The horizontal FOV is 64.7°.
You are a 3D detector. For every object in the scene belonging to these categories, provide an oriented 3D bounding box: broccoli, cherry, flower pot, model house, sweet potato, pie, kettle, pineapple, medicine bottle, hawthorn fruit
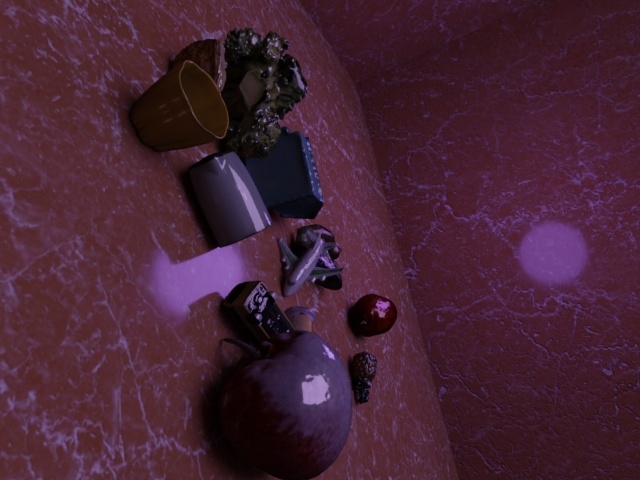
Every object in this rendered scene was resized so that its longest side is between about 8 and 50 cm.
[{"bbox_3d":[-0.203,-0.454,1.543,0.277,0.317,0.339,33,67,-5],"label":"broccoli"},{"bbox_3d":[-0.068,0.377,1.186,0.335,0.291,0.327,46,46,-28],"label":"cherry"},{"bbox_3d":[-0.350,-0.312,1.234,0.195,0.179,0.195,53,28,-44],"label":"flower pot"},{"bbox_3d":[-0.113,-0.217,1.760,0.249,0.229,0.281,37,41,-74],"label":"model house"},{"bbox_3d":[0.006,-0.002,2.040,0.285,0.085,0.112,38,42,-56],"label":"sweet potato"},{"bbox_3d":[-0.335,-0.471,1.426,0.084,0.178,0.205,15,64,-60],"label":"pie"},{"bbox_3d":[-0.255,-0.122,1.384,0.237,0.161,0.221,65,-7,-10],"label":"kettle"},{"bbox_3d":[0.168,0.539,1.974,0.108,0.108,0.198,44,45,-52],"label":"pineapple"},{"bbox_3d":[-0.066,0.396,1.449,0.108,0.108,0.426,52,28,-42],"label":"medicine bottle"},{"bbox_3d":[0.219,0.334,2.180,0.251,0.189,0.190,-24,95,-57],"label":"hawthorn fruit"}]

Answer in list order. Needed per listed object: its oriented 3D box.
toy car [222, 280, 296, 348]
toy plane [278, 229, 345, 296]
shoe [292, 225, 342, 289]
[{"bbox_3d":[-0.148,0.226,1.351,0.101,0.124,0.257,-55,128,-38],"label":"toy car"},{"bbox_3d":[-0.052,0.089,1.715,0.255,0.250,0.101,-59,164,-24],"label":"toy plane"},{"bbox_3d":[0.002,0.059,1.920,0.293,0.109,0.149,48,38,-38],"label":"shoe"}]
